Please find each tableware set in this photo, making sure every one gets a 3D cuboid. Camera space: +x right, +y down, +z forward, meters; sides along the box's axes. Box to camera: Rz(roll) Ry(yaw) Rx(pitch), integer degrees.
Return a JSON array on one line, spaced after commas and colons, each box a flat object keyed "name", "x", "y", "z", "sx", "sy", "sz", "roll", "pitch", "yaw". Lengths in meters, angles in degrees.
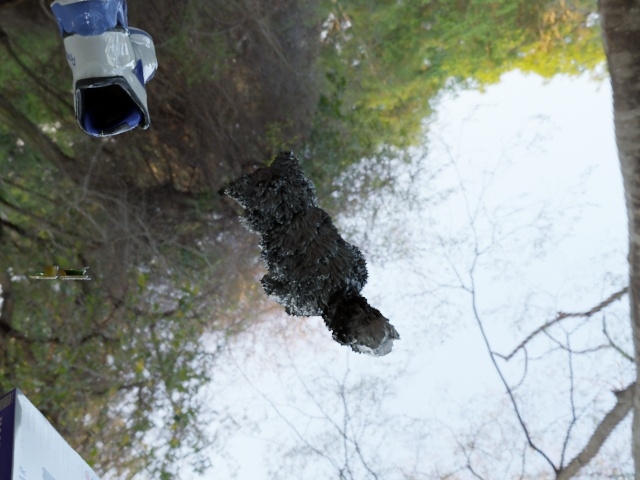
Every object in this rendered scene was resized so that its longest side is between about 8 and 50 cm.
[{"name": "tableware set", "x": -0.468, "y": 0.057, "z": 1.263, "sx": 0.104, "sy": 0.024, "sz": 0.154, "roll": 2, "pitch": 176, "yaw": -16}]

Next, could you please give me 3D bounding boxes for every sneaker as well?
[{"name": "sneaker", "x": -0.328, "y": -0.246, "z": 1.090, "sx": 0.128, "sy": 0.182, "sz": 0.315, "roll": -6, "pitch": -177, "yaw": -4}]

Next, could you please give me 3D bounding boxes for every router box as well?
[{"name": "router box", "x": -0.399, "y": 0.424, "z": 1.048, "sx": 0.082, "sy": 0.301, "sz": 0.335, "roll": -33, "pitch": -152, "yaw": -8}]

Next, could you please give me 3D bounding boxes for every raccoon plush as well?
[{"name": "raccoon plush", "x": 0.000, "y": 0.000, "z": 1.396, "sx": 0.216, "sy": 0.299, "sz": 0.446, "roll": -38, "pitch": -145, "yaw": -23}]
